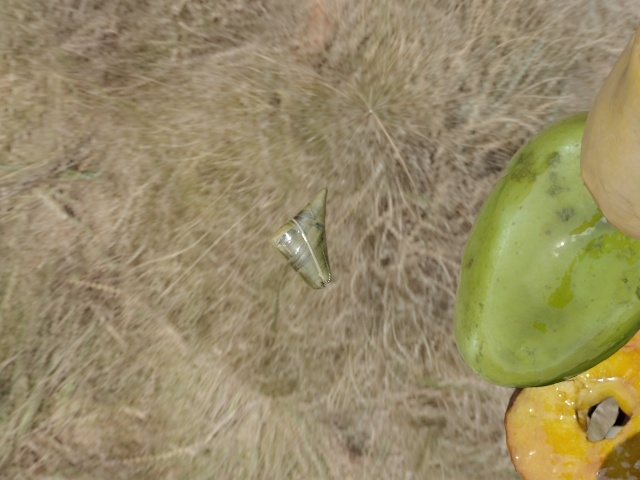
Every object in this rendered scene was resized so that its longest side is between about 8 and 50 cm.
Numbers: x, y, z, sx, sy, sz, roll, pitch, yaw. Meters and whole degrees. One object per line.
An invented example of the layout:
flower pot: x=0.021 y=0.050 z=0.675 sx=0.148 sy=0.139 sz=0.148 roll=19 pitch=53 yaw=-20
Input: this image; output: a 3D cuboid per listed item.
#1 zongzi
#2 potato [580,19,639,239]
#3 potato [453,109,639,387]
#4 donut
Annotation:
zongzi: x=0.000 y=0.000 z=1.361 sx=0.083 sy=0.040 sz=0.076 roll=-43 pitch=99 yaw=-14
potato: x=0.223 y=-0.084 z=0.728 sx=0.146 sy=0.234 sz=0.150 roll=4 pitch=67 yaw=-2
potato: x=0.249 y=0.007 z=1.314 sx=0.216 sy=0.216 sz=0.304 roll=36 pitch=108 yaw=-2
donut: x=0.340 y=0.205 z=1.547 sx=0.253 sy=0.118 sz=0.254 roll=-10 pitch=67 yaw=25
